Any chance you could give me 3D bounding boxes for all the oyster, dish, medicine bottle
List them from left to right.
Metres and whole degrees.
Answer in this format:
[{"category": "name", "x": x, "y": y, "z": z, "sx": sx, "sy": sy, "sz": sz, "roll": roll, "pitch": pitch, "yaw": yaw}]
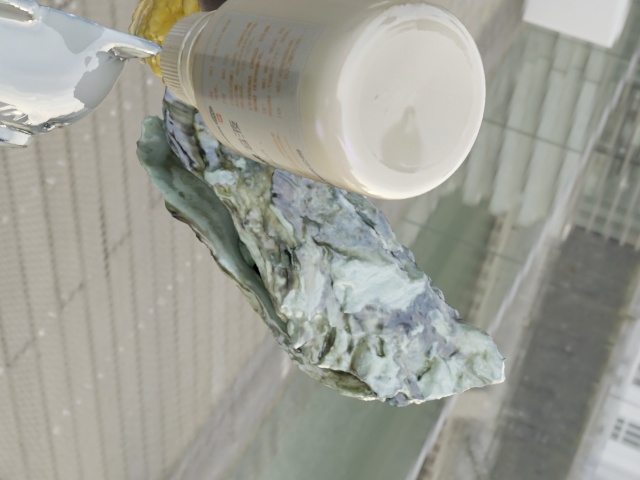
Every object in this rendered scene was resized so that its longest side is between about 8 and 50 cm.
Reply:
[{"category": "dish", "x": -0.220, "y": -0.108, "z": 0.833, "sx": 0.236, "sy": 0.227, "sz": 0.086, "roll": 29, "pitch": 72, "yaw": -87}, {"category": "medicine bottle", "x": -0.017, "y": -0.100, "z": 0.766, "sx": 0.114, "sy": 0.252, "sz": 0.114, "roll": -10, "pitch": 108, "yaw": -32}, {"category": "oyster", "x": 0.001, "y": 0.005, "z": 0.995, "sx": 0.162, "sy": 0.351, "sz": 0.158, "roll": -40, "pitch": 168, "yaw": -33}]

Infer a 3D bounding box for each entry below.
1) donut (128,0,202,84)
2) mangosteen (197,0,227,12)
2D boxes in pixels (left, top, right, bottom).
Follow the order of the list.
[{"category": "donut", "x": -0.075, "y": -0.366, "z": 1.333, "sx": 0.377, "sy": 0.163, "sz": 0.435, "roll": -46, "pitch": 144, "yaw": -28}, {"category": "mangosteen", "x": -0.036, "y": -0.224, "z": 1.079, "sx": 0.152, "sy": 0.152, "sz": 0.152, "roll": -57, "pitch": 160, "yaw": -35}]
